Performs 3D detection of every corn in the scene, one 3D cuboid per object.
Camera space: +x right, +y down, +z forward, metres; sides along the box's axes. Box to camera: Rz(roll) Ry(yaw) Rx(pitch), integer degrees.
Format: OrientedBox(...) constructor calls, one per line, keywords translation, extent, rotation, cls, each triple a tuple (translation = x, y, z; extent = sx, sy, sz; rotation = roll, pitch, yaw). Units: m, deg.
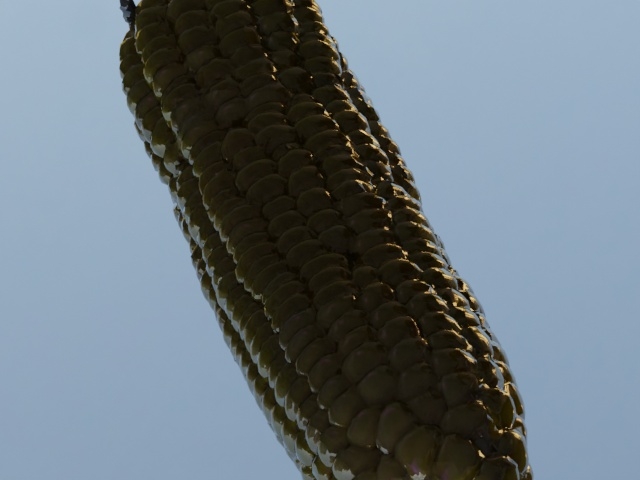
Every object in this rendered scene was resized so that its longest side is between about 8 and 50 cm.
OrientedBox(translation=(0.000, 0.000, 0.668), extent=(0.101, 0.101, 0.291), rotation=(-23, -133, -7), cls="corn")
